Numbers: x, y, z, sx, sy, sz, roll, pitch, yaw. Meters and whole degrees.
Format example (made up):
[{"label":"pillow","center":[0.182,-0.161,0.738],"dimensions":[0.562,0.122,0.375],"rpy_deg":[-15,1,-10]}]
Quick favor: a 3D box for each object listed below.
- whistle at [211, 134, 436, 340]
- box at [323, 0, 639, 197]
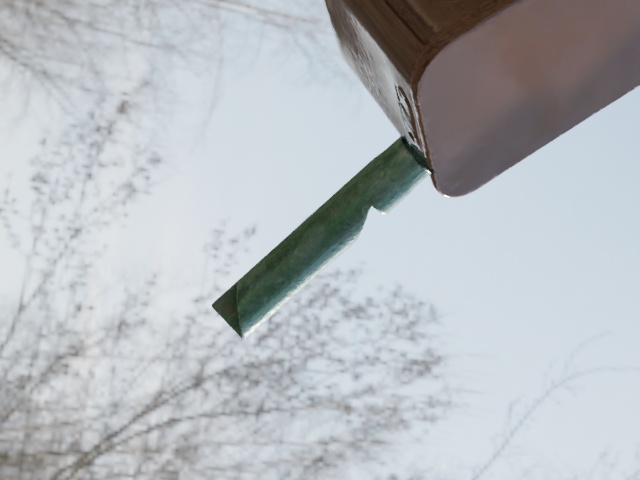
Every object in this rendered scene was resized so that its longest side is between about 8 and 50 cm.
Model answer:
[{"label":"whistle","center":[0.000,0.000,0.858],"dimensions":[0.186,0.039,0.039],"rpy_deg":[-42,-146,14]},{"label":"box","center":[0.192,-0.255,1.257],"dimensions":[0.229,0.339,0.239],"rpy_deg":[54,-8,34]}]
